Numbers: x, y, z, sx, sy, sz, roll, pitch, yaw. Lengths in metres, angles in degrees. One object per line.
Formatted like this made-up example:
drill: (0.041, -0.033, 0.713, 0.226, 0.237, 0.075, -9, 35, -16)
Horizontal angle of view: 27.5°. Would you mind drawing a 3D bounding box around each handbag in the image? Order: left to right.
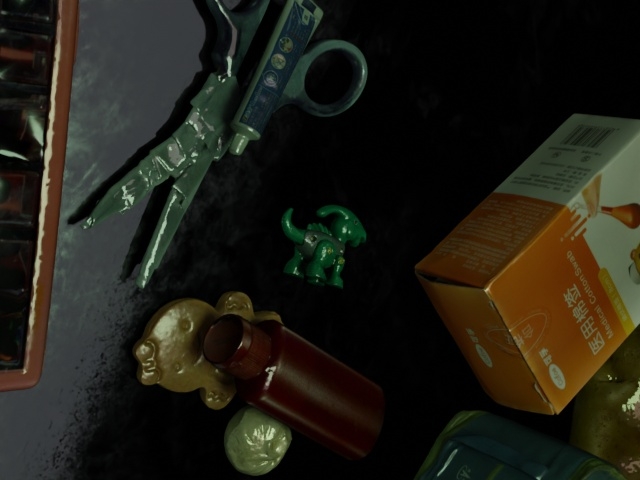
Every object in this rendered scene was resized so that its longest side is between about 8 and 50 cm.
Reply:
handbag: (0.243, 0.364, 1.616, 0.222, 0.241, 0.263, 45, 72, -33)

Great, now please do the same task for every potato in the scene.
potato: (0.432, 0.267, 1.788, 0.195, 0.176, 0.369, -2, 104, -62)

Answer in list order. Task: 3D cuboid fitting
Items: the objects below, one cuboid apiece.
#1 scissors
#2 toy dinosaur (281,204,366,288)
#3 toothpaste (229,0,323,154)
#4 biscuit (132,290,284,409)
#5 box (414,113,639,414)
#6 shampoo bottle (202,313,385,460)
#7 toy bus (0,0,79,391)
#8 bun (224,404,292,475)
scissors: (-0.113, -0.125, 1.417, 0.256, 0.029, 0.383, 44, 71, -32)
toy dinosaur: (0.000, 0.000, 1.507, 0.132, 0.059, 0.096, 28, 73, -43)
toothpaste: (-0.052, -0.180, 1.413, 0.057, 0.035, 0.197, 36, 73, -44)
biscuit: (-0.118, 0.118, 1.458, 0.184, 0.027, 0.133, 26, 84, -35)
box: (0.310, 0.026, 1.670, 0.341, 0.143, 0.225, -42, 118, -20)
shampoo bottle: (-0.027, 0.160, 1.476, 0.260, 0.064, 0.102, 36, 60, -43)
toy bus: (-0.346, -0.078, 1.164, 0.233, 0.203, 0.426, 2, 98, -39)
bun: (-0.068, 0.229, 1.493, 0.086, 0.055, 0.086, -7, 103, -34)
